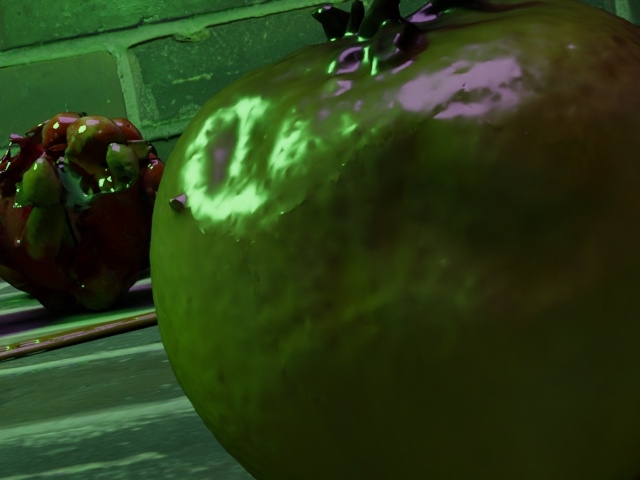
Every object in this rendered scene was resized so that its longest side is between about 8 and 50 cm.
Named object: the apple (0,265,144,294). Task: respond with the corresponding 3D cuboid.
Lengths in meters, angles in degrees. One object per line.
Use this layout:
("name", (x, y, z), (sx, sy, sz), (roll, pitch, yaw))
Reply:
("apple", (-0.360, -0.033, 1.638), (0.271, 0.206, 0.251), (-14, 3, -23))

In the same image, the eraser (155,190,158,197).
("eraser", (-0.117, -0.005, 1.205), (0.097, 0.122, 0.045), (-17, -22, 0))

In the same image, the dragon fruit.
("dragon fruit", (-0.284, -0.048, 1.317), (0.227, 0.307, 0.243), (-2, 40, -17))

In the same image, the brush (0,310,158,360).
("brush", (-0.181, 0.078, 1.096), (0.314, 0.017, 0.090), (-13, 6, -21))

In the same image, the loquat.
("loquat", (0.046, 0.004, 0.402), (0.213, 0.213, 0.213), (-10, 5, 1))
